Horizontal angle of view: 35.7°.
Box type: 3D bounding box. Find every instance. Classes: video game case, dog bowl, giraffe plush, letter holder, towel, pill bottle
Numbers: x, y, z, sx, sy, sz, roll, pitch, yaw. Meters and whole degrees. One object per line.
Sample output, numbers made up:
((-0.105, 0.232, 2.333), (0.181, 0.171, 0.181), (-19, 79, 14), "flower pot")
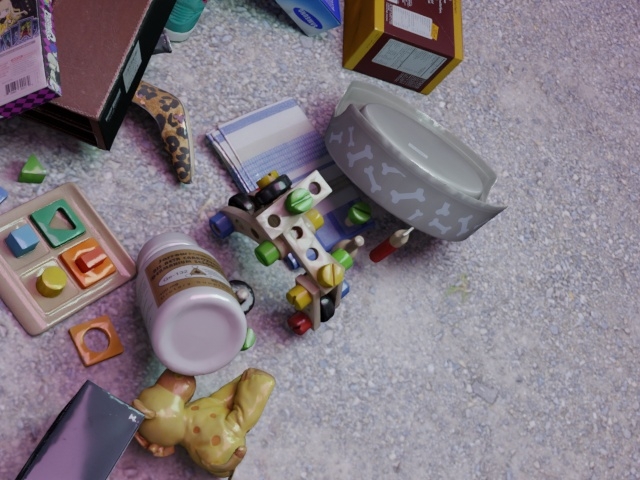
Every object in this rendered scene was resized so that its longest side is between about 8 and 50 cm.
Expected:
((-0.482, -0.259, 1.409), (0.042, 0.232, 0.210), (39, 35, -62), "video game case")
((0.158, -0.132, 1.702), (0.349, 0.102, 0.348), (30, 22, -13), "dog bowl")
((-0.180, 0.248, 1.378), (0.171, 0.181, 0.210), (25, 42, -2), "giraffe plush")
((-0.366, -0.326, 1.496), (0.215, 0.152, 0.301), (22, 76, -2), "letter holder")
((-0.049, -0.104, 1.707), (0.209, 0.034, 0.285), (-30, 85, -39), "towel")
((-0.193, 0.080, 1.413), (0.131, 0.131, 0.229), (11, 21, -24), "pill bottle")

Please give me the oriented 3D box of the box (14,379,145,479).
((-0.321, 0.285, 1.279), (0.093, 0.158, 0.156), (35, 53, -9), "box")

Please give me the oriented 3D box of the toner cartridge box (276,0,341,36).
((-0.076, -0.523, 1.760), (0.348, 0.075, 0.165), (37, 43, -55), "toner cartridge box")

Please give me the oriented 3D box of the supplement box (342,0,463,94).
((0.159, -0.416, 1.919), (0.194, 0.129, 0.191), (15, 59, -22), "supplement box")

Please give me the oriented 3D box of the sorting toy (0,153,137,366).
((-0.386, 0.019, 1.447), (0.196, 0.047, 0.347), (-35, 86, -37), "sorting toy")

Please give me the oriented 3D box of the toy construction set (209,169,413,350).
((0.000, 0.000, 1.517), (0.309, 0.237, 0.257), (-11, 77, -25), "toy construction set")

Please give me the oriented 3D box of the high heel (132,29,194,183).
((-0.309, -0.200, 1.603), (0.186, 0.093, 0.261), (-14, 86, -9), "high heel")

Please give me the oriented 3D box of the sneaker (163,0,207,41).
((-0.229, -0.512, 1.721), (0.124, 0.178, 0.295), (10, 61, -25), "sneaker")
